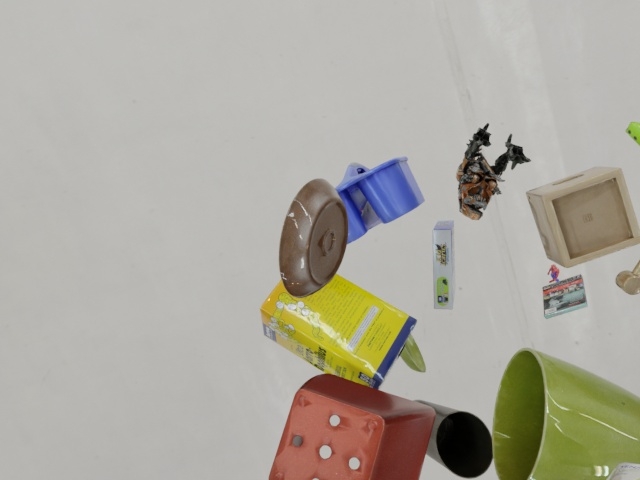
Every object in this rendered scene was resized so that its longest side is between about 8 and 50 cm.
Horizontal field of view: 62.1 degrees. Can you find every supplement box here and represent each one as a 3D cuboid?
[{"bbox_3d":[0.041,0.232,1.409,0.357,0.194,0.195,29,62,15],"label":"supplement box"}]

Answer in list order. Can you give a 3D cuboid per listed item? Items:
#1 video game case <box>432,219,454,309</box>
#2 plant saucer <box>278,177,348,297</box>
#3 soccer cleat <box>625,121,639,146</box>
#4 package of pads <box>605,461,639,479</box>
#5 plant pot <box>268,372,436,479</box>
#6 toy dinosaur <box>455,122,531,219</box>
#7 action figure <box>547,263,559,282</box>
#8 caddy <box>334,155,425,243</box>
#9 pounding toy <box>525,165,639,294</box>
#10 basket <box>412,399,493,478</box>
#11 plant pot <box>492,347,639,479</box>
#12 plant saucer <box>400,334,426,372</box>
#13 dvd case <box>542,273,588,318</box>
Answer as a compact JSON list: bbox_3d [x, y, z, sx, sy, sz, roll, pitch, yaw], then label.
[{"bbox_3d":[0.397,0.068,1.700,0.061,0.269,0.244,0,98,16],"label":"video game case"},{"bbox_3d":[0.000,0.000,0.860,0.036,0.198,0.198,12,105,26],"label":"plant saucer"},{"bbox_3d":[0.548,-0.197,0.806,0.179,0.060,0.072,-32,63,-11],"label":"soccer cleat"},{"bbox_3d":[0.543,0.409,0.673,0.101,0.296,0.229,-38,98,-33],"label":"package of pads"},{"bbox_3d":[0.046,0.412,1.036,0.267,0.236,0.267,12,76,25],"label":"plant pot"},{"bbox_3d":[0.441,-0.202,1.501,0.164,0.322,0.218,6,138,-21],"label":"toy dinosaur"},{"bbox_3d":[0.764,0.112,1.741,0.030,0.038,0.115,-28,137,-2],"label":"action figure"},{"bbox_3d":[0.125,-0.122,1.371,0.241,0.341,0.179,-29,90,20],"label":"caddy"},{"bbox_3d":[0.469,-0.014,0.881,0.181,0.094,0.206,-20,98,6],"label":"pounding toy"},{"bbox_3d":[0.325,0.526,1.462,0.204,0.227,0.154,43,72,-17],"label":"basket"},{"bbox_3d":[0.525,0.375,1.035,0.294,0.275,0.274,12,104,3],"label":"plant pot"},{"bbox_3d":[0.281,0.343,1.798,0.037,0.241,0.241,-30,101,12],"label":"plant saucer"},{"bbox_3d":[0.518,0.118,1.132,0.087,0.119,0.013,-26,103,29],"label":"dvd case"}]
